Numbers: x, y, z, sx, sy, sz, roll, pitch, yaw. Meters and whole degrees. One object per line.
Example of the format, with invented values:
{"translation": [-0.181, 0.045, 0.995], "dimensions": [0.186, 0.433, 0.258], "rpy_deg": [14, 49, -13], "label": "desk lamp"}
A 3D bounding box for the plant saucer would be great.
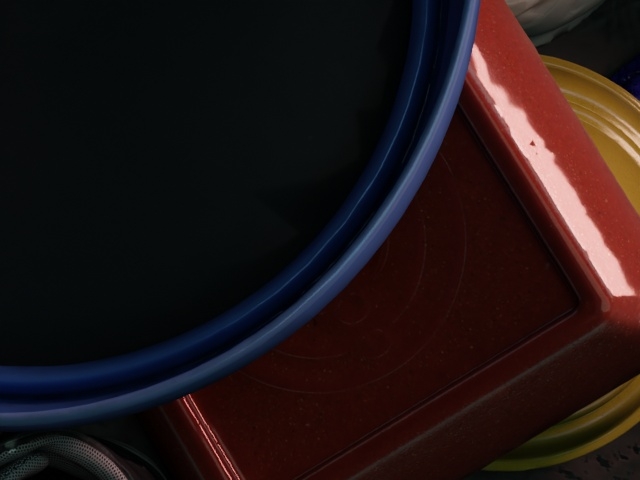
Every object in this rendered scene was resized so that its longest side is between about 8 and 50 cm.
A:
{"translation": [0.000, 0.000, 0.892], "dimensions": [0.259, 0.048, 0.258], "rpy_deg": [-33, 83, 13], "label": "plant saucer"}

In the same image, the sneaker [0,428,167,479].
{"translation": [-0.184, 0.122, 0.844], "dimensions": [0.268, 0.153, 0.101], "rpy_deg": [1, 83, -17], "label": "sneaker"}

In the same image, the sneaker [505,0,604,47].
{"translation": [0.087, -0.144, 0.996], "dimensions": [0.235, 0.095, 0.090], "rpy_deg": [-22, 87, -21], "label": "sneaker"}

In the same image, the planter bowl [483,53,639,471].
{"translation": [0.098, 0.011, 0.949], "dimensions": [0.217, 0.090, 0.217], "rpy_deg": [0, 90, -3], "label": "planter bowl"}

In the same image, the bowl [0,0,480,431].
{"translation": [-0.125, -0.111, 0.834], "dimensions": [0.391, 0.077, 0.391], "rpy_deg": [-1, 79, 6], "label": "bowl"}

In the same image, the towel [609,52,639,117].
{"translation": [0.298, -0.006, 1.048], "dimensions": [0.227, 0.076, 0.308], "rpy_deg": [-41, 95, -18], "label": "towel"}
